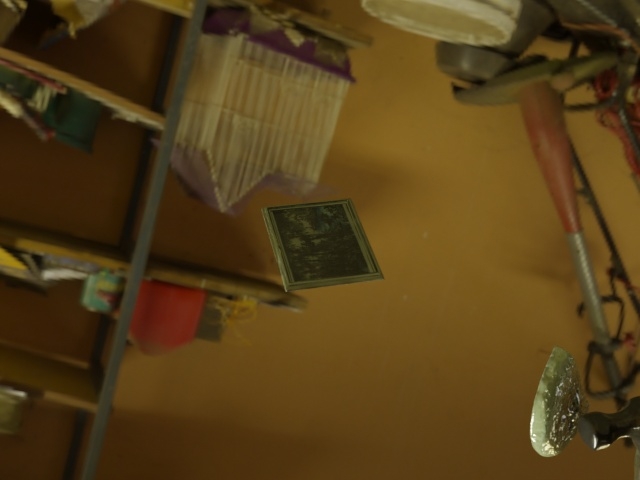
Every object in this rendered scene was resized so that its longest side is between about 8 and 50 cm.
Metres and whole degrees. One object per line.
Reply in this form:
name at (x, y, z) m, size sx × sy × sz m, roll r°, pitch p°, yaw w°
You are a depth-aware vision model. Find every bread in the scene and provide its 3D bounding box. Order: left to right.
bread at (0.312, 0.228, 1.172) m, size 0.036 × 0.112 × 0.193 m, roll 18°, pitch 156°, yaw 34°

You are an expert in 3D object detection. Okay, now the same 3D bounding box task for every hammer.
hammer at (0.349, 0.354, 0.995) m, size 0.168 × 0.440 × 0.044 m, roll -7°, pitch -152°, yaw -10°

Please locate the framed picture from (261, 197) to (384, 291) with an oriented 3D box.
framed picture at (0.000, 0.000, 1.298) m, size 0.142 × 0.011 × 0.183 m, roll -6°, pitch -138°, yaw -12°
